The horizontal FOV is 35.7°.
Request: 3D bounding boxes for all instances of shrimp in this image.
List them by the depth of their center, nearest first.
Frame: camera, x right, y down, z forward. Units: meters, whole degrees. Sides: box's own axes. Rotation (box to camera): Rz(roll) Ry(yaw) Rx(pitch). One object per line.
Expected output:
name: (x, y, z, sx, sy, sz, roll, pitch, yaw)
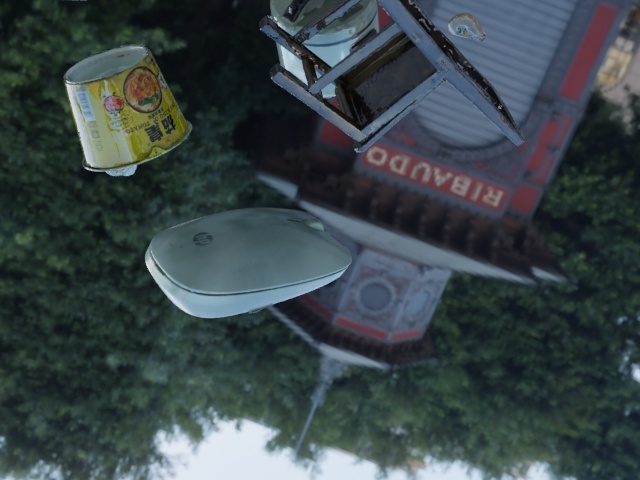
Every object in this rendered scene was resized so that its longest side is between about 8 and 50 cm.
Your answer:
shrimp: (0.293, -0.420, 1.986, 0.108, 0.059, 0.023, 36, -137, -50)

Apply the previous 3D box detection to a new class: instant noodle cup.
instant noodle cup: (-0.307, -0.211, 1.539, 0.182, 0.144, 0.182, -13, -153, 7)

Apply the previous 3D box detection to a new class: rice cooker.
rice cooker: (0.016, -0.425, 1.984, 0.226, 0.244, 0.226, -5, -129, 6)

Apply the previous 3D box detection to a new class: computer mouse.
computer mouse: (-0.093, 0.009, 1.332, 0.288, 0.097, 0.159, -18, -136, -31)

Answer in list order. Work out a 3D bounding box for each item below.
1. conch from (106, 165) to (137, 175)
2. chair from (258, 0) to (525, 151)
conch: (-0.344, -0.150, 1.702, 0.076, 0.056, 0.085, 4, -124, -39)
chair: (0.125, -0.271, 1.722, 0.416, 0.241, 0.203, 40, -159, -36)
